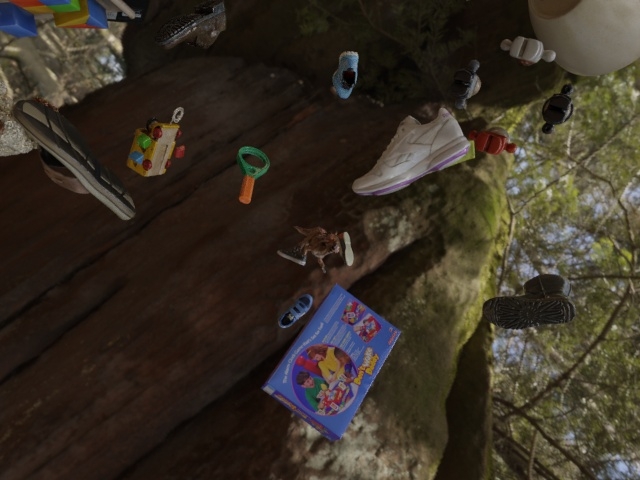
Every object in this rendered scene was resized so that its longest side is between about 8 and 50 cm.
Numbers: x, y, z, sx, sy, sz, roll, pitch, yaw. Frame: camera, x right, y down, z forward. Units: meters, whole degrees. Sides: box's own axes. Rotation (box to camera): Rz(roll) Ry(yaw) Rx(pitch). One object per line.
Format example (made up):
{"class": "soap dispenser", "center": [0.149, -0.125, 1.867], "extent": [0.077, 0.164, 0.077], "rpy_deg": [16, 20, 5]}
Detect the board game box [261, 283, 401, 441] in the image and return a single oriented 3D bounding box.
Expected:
{"class": "board game box", "center": [0.037, 0.322, 1.338], "extent": [0.347, 0.233, 0.078], "rpy_deg": [-52, 178, -31]}

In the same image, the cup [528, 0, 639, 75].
{"class": "cup", "center": [0.666, -0.609, 1.238], "extent": [0.331, 0.237, 0.331], "rpy_deg": [-5, -96, 56]}

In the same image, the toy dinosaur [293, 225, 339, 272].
{"class": "toy dinosaur", "center": [0.000, 0.000, 2.184], "extent": [0.200, 0.127, 0.296], "rpy_deg": [-52, -134, 18]}

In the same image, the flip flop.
{"class": "flip flop", "center": [-0.449, -0.130, 0.896], "extent": [0.080, 0.277, 0.112], "rpy_deg": [-28, -135, 4]}

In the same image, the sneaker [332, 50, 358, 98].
{"class": "sneaker", "center": [0.068, -0.443, 1.359], "extent": [0.063, 0.162, 0.073], "rpy_deg": [0, -111, -3]}

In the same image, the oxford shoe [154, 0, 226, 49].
{"class": "oxford shoe", "center": [-0.304, -0.506, 1.200], "extent": [0.083, 0.096, 0.227], "rpy_deg": [21, -131, 30]}

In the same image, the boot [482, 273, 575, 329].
{"class": "boot", "center": [0.453, 0.122, 1.070], "extent": [0.189, 0.076, 0.208], "rpy_deg": [0, -163, 19]}

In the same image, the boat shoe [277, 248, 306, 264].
{"class": "boat shoe", "center": [-0.109, 0.056, 1.913], "extent": [0.142, 0.049, 0.040], "rpy_deg": [22, -88, 35]}

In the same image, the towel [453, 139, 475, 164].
{"class": "towel", "center": [0.517, -0.337, 2.018], "extent": [0.237, 0.102, 0.021], "rpy_deg": [-19, -128, 5]}

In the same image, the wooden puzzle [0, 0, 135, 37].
{"class": "wooden puzzle", "center": [-0.585, -0.472, 0.976], "extent": [0.347, 0.080, 0.322], "rpy_deg": [-2, -169, -4]}

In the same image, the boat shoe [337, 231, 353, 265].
{"class": "boat shoe", "center": [0.091, 0.036, 1.865], "extent": [0.043, 0.049, 0.137], "rpy_deg": [-24, -116, 33]}

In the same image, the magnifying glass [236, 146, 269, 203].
{"class": "magnifying glass", "center": [-0.186, -0.176, 1.301], "extent": [0.026, 0.092, 0.231], "rpy_deg": [-56, -159, 35]}

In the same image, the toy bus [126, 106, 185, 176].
{"class": "toy bus", "center": [-0.489, -0.288, 1.429], "extent": [0.202, 0.104, 0.191], "rpy_deg": [-54, 168, -24]}

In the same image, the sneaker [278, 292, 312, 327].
{"class": "sneaker", "center": [-0.081, 0.231, 1.587], "extent": [0.144, 0.053, 0.059], "rpy_deg": [-46, 178, 6]}

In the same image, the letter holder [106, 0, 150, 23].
{"class": "letter holder", "center": [-0.641, -0.738, 1.334], "extent": [0.302, 0.214, 0.152], "rpy_deg": [-10, 171, -31]}

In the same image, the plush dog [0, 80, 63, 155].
{"class": "plush dog", "center": [-0.833, -0.312, 1.382], "extent": [0.262, 0.225, 0.211], "rpy_deg": [56, -40, 29]}

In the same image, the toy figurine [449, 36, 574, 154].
{"class": "toy figurine", "center": [0.387, -0.292, 1.002], "extent": [0.213, 0.209, 0.148], "rpy_deg": [-28, 180, 30]}

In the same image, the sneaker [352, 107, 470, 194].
{"class": "sneaker", "center": [0.206, -0.214, 1.221], "extent": [0.305, 0.152, 0.114], "rpy_deg": [-26, 177, 22]}
